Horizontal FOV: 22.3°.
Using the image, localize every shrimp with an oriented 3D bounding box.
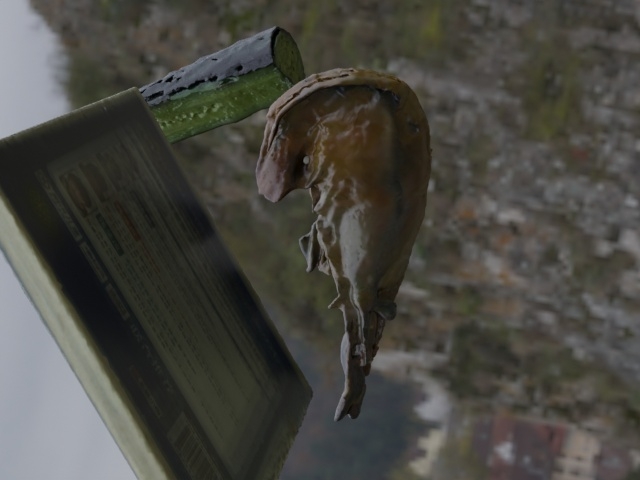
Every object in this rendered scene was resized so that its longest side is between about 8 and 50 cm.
[{"bbox_3d":[0.007,0.001,1.116,0.066,0.117,0.262,-83,4,-65],"label":"shrimp"}]

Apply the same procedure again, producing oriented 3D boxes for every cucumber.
[{"bbox_3d":[-0.123,-0.152,1.630,0.078,0.211,0.062,46,-146,-49],"label":"cucumber"}]

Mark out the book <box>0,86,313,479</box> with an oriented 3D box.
[{"bbox_3d":[-0.082,0.032,0.855,0.228,0.018,0.322,61,-170,-5],"label":"book"}]
